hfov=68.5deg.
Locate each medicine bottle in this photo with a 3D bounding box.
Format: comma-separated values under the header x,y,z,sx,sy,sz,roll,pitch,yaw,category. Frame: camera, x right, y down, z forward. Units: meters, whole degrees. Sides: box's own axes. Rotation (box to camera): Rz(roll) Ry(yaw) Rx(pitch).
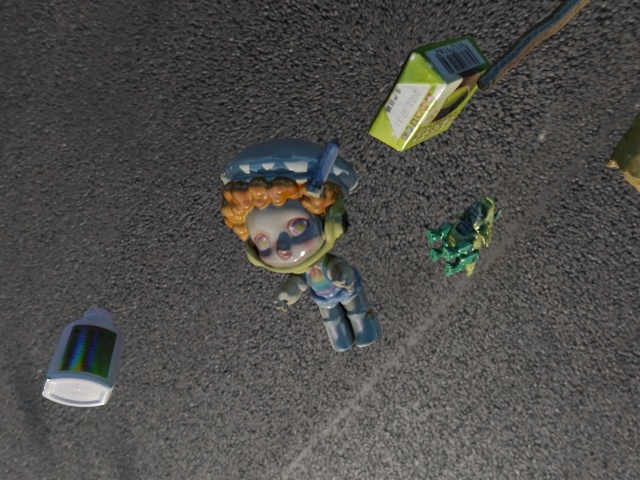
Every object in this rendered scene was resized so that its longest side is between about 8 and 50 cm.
x,y,z,sx,sy,sz,roll,pitch,yaw,category
-0.454,0.219,0.920,0.115,0.219,0.078,17,112,-22,medicine bottle

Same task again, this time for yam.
x,y,z,sx,sy,sz,roll,pitch,yaw,category
0.472,-0.445,1.038,0.327,0.045,0.045,-42,120,-3,yam

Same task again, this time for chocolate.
x,y,z,sx,sy,sz,roll,pitch,yaw,category
0.321,-0.419,1.365,0.137,0.301,0.288,50,142,15,chocolate

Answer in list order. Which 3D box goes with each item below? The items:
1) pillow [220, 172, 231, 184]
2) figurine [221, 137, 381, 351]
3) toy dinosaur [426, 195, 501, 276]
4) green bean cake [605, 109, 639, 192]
x,y,z,sx,sy,sz,roll,pitch,yaw,category
-0.120,-0.112,1.028,0.181,0.078,0.134,-17,96,10,pillow
-0.025,0.009,0.812,0.225,0.205,0.381,-3,114,27,figurine
0.309,0.017,1.025,0.153,0.094,0.259,-25,141,-13,toy dinosaur
0.393,-0.049,0.391,0.230,0.224,0.131,0,125,-37,green bean cake
